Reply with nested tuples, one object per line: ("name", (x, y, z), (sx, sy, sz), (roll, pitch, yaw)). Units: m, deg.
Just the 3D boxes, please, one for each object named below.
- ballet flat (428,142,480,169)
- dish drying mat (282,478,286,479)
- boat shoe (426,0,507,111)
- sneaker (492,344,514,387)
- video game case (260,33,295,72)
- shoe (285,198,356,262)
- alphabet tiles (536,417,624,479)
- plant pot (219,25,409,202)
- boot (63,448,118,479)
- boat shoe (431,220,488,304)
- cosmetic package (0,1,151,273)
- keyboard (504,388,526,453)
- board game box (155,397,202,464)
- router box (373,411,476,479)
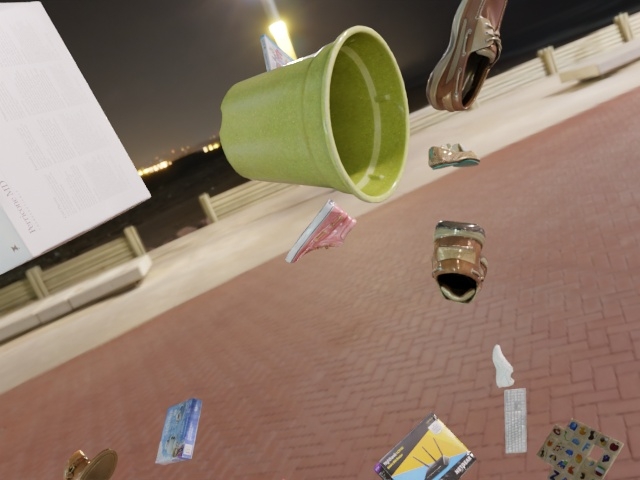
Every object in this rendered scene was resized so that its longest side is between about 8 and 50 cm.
("ballet flat", (0.360, -0.229, 1.577), (0.073, 0.067, 0.206), (-16, -5, 44))
("dish drying mat", (-0.106, 0.781, 1.885), (0.008, 0.032, 0.083), (-57, 2, -15))
("boat shoe", (0.363, -0.443, 1.350), (0.123, 0.324, 0.116), (9, 17, -39))
("sneaker", (0.644, 0.440, 2.074), (0.061, 0.152, 0.054), (-11, 0, 31))
("video game case", (-0.068, -0.335, 1.205), (0.015, 0.119, 0.166), (-33, 50, 25))
("shoe", (0.000, 0.000, 1.285), (0.178, 0.081, 0.063), (-51, 5, 23))
("alphabet tiles", (0.746, 0.635, 1.734), (0.198, 0.009, 0.237), (-54, 18, -8))
("plant pot", (-0.022, -0.196, 1.000), (0.254, 0.276, 0.276), (0, 23, 33))
("boot", (-0.612, 0.592, 1.538), (0.197, 0.073, 0.152), (-52, 33, -3))
("boat shoe", (0.280, 0.070, 1.222), (0.123, 0.119, 0.324), (3, -21, 19))
("cosmetic package", (-0.470, -0.175, 0.921), (0.097, 0.377, 0.284), (-22, 12, 25))
("keyboard", (0.674, 0.625, 2.036), (0.072, 0.256, 0.014), (-4, 18, 9))
("board game box", (-0.225, 0.304, 0.935), (0.090, 0.020, 0.090), (-32, 42, 44))
("router box", (0.217, 0.464, 1.222), (0.179, 0.133, 0.046), (-30, -27, -35))
